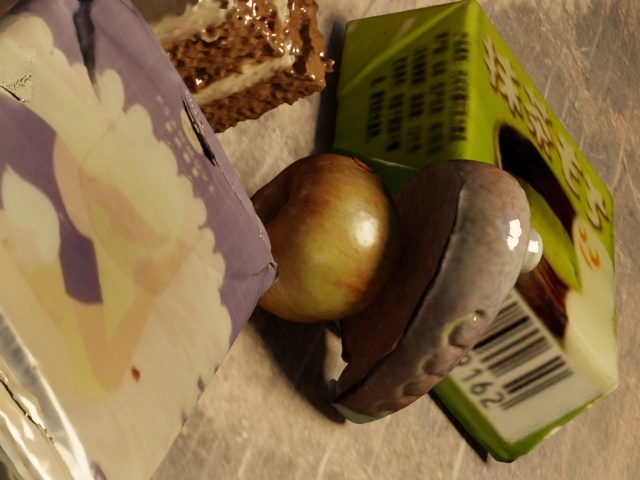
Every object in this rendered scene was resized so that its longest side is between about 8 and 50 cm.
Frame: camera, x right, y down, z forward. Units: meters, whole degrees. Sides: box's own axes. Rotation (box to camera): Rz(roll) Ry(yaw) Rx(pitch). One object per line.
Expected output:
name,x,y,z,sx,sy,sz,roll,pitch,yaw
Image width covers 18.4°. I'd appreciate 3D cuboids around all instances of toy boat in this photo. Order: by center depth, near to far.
toy boat,0.084,0.037,1.421,0.085,0.227,0.155,20,44,-18

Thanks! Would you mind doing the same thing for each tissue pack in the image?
tissue pack,-0.160,0.017,1.045,0.242,0.125,0.344,61,27,-16

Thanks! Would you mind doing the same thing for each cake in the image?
cake,-0.084,-0.163,1.344,0.147,0.134,0.135,43,32,-55

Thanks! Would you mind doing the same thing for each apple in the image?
apple,-0.001,0.002,1.386,0.102,0.126,0.126,41,33,-24

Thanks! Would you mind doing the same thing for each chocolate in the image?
chocolate,0.134,-0.020,1.666,0.301,0.137,0.289,52,29,-32
